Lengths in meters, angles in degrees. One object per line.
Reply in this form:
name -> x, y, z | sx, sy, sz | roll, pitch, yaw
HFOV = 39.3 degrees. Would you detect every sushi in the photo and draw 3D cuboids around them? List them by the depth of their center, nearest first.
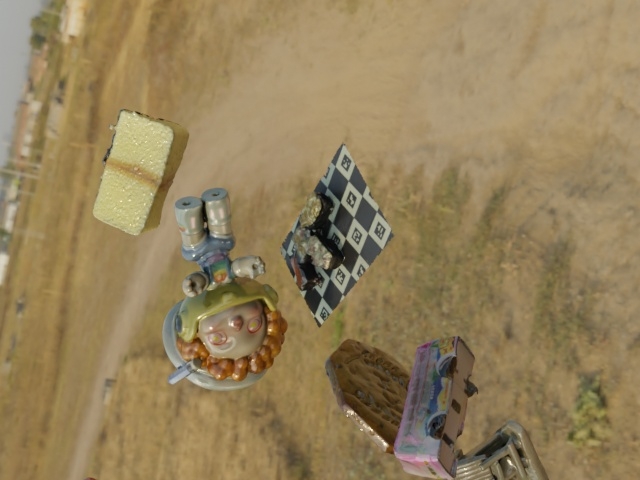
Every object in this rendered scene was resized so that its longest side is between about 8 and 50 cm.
sushi -> 0.000, 0.000, 1.496 | 0.279, 0.043, 0.193 | -55, 52, 43

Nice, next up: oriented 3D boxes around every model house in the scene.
model house -> 0.363, 0.496, 1.878 | 0.229, 0.188, 0.122 | 65, 169, -23

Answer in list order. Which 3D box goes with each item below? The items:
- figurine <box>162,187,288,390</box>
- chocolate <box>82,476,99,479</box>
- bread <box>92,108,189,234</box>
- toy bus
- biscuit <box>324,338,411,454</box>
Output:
figurine -> -0.175, 0.081, 1.647 | 0.205, 0.224, 0.382 | 38, 128, 54
chocolate -> -0.311, 0.428, 1.062 | 0.108, 0.237, 0.235 | 25, 132, 37
bread -> -0.398, -0.149, 2.047 | 0.141, 0.178, 0.266 | 27, 102, 44
toy bus -> 0.223, 0.318, 1.703 | 0.112, 0.090, 0.274 | -12, 42, 33
biscuit -> 0.159, 0.382, 2.176 | 0.046, 0.359, 0.359 | -50, 30, 25
